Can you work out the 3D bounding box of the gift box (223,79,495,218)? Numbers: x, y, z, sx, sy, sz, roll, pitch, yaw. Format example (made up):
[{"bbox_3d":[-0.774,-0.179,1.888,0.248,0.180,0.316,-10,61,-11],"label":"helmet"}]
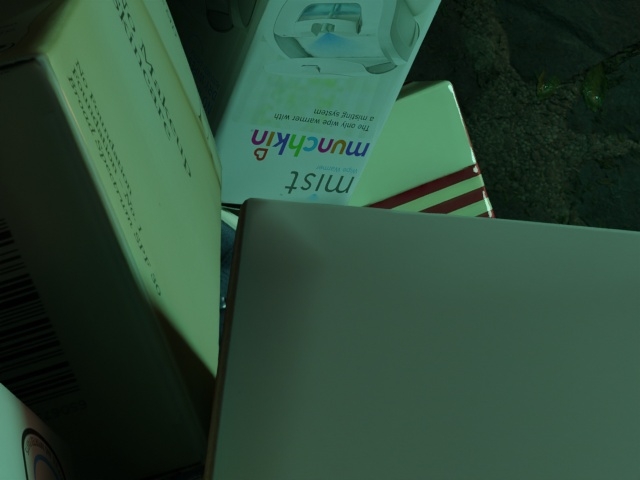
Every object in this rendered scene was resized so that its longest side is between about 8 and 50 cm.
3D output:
[{"bbox_3d":[0.000,0.000,1.203,0.255,0.258,0.276,70,-16,-7],"label":"gift box"}]

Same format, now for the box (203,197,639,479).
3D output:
[{"bbox_3d":[0.040,0.172,0.463,0.345,0.168,0.215,97,-2,-57],"label":"box"}]

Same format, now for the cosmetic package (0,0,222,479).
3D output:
[{"bbox_3d":[-0.118,-0.032,0.539,0.309,0.113,0.160,-98,170,-66],"label":"cosmetic package"}]

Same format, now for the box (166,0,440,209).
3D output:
[{"bbox_3d":[-0.042,-0.185,0.835,0.262,0.127,0.231,55,-50,43],"label":"box"}]

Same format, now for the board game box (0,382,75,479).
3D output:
[{"bbox_3d":[-0.098,0.150,0.192,0.254,0.079,0.336,67,6,-59],"label":"board game box"}]

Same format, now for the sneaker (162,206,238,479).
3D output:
[{"bbox_3d":[-0.052,0.132,0.740,0.350,0.131,0.148,64,21,7],"label":"sneaker"}]
